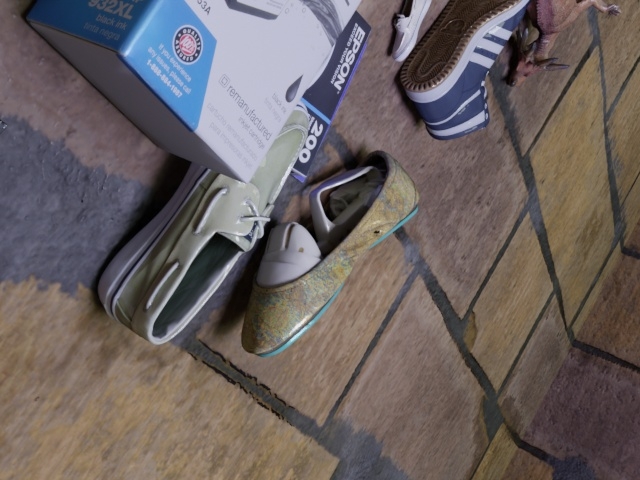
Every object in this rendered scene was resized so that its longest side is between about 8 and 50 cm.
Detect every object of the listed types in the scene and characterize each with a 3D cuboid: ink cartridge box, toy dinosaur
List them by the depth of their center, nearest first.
[{"bbox_3d":[-0.080,-0.245,0.783,0.307,0.129,0.223,-60,147,-11],"label":"ink cartridge box"},{"bbox_3d":[-0.013,-0.185,1.005,0.208,0.045,0.206,27,87,-60],"label":"ink cartridge box"},{"bbox_3d":[0.370,-0.387,1.379,0.200,0.127,0.295,-48,139,-16],"label":"toy dinosaur"}]

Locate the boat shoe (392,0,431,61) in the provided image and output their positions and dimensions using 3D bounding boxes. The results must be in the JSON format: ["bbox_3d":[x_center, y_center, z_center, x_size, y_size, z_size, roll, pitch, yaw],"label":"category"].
[{"bbox_3d":[0.114,-0.291,1.140,0.035,0.035,0.100,20,98,-31],"label":"boat shoe"}]

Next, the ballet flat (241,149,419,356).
[{"bbox_3d":[0.000,0.000,1.099,0.348,0.123,0.123,-44,142,-31],"label":"ballet flat"}]

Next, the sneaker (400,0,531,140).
[{"bbox_3d":[0.233,-0.273,1.258,0.282,0.099,0.153,-49,140,-14],"label":"sneaker"}]

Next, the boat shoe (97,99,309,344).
[{"bbox_3d":[-0.102,-0.021,0.888,0.302,0.094,0.109,-51,148,-4],"label":"boat shoe"}]

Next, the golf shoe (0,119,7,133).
[{"bbox_3d":[-0.322,-0.085,0.591,0.198,0.077,0.094,12,106,-48],"label":"golf shoe"}]
